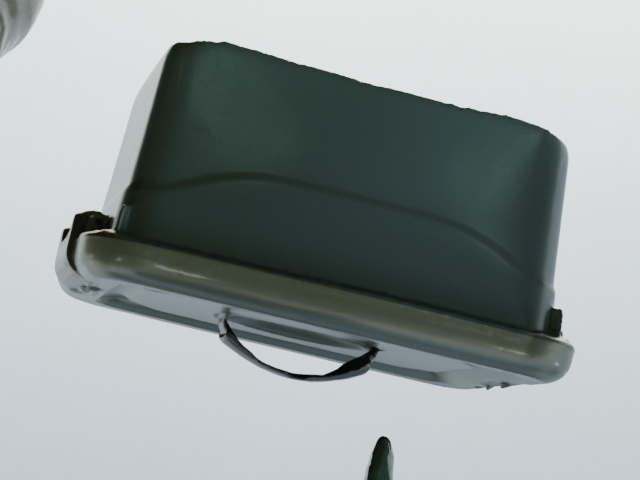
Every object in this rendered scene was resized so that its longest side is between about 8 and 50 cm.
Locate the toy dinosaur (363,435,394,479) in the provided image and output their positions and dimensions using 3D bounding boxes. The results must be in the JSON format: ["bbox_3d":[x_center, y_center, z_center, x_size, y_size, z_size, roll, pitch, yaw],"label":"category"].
[{"bbox_3d":[-0.089,0.299,0.673,0.129,0.331,0.383,28,-132,26],"label":"toy dinosaur"}]

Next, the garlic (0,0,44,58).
[{"bbox_3d":[-0.208,-0.133,0.798,0.178,0.229,0.143,-12,180,33],"label":"garlic"}]

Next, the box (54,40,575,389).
[{"bbox_3d":[0.000,0.000,0.800,0.227,0.162,0.130,15,-99,-11],"label":"box"}]
